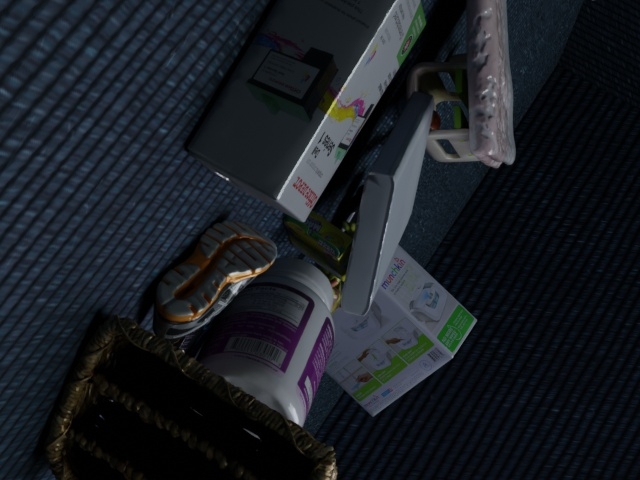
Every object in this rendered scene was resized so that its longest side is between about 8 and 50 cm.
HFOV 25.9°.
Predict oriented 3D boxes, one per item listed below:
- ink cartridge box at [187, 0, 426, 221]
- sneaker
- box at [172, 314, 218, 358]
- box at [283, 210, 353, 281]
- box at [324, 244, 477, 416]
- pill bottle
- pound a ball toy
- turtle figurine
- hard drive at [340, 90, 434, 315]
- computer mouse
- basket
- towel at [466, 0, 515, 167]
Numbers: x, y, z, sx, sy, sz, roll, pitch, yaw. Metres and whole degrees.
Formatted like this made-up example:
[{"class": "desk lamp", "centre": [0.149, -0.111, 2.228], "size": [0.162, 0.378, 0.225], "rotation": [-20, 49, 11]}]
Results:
[{"class": "ink cartridge box", "centre": [-0.008, -0.171, 1.511], "size": [0.278, 0.117, 0.201], "rotation": [-59, 170, -1]}, {"class": "sneaker", "centre": [-0.133, 0.048, 1.674], "size": [0.215, 0.084, 0.083], "rotation": [-36, 159, -45]}, {"class": "box", "centre": [-0.170, 0.118, 1.819], "size": [0.162, 0.029, 0.116], "rotation": [-62, 171, 5]}, {"class": "box", "centre": [0.000, 0.000, 2.094], "size": [0.043, 0.105, 0.179], "rotation": [-54, 169, -7]}, {"class": "box", "centre": [0.107, 0.161, 2.547], "size": [0.262, 0.231, 0.127], "rotation": [-44, -177, 44]}, {"class": "pill bottle", "centre": [-0.075, 0.155, 1.938], "size": [0.301, 0.169, 0.169], "rotation": [-66, 179, -55]}, {"class": "pound a ball toy", "centre": [0.218, -0.257, 2.453], "size": [0.319, 0.136, 0.208], "rotation": [25, 65, -77]}, {"class": "turtle figurine", "centre": [0.010, 0.076, 2.280], "size": [0.217, 0.087, 0.269], "rotation": [-63, -169, -23]}, {"class": "hard drive", "centre": [0.108, -0.065, 2.156], "size": [0.353, 0.047, 0.233], "rotation": [-60, 162, -61]}, {"class": "computer mouse", "centre": [0.079, -0.072, 2.450], "size": [0.184, 0.060, 0.262], "rotation": [-47, 160, -68]}, {"class": "basket", "centre": [-0.151, 0.249, 1.517], "size": [0.213, 0.299, 0.223], "rotation": [-56, 172, -10]}, {"class": "towel", "centre": [0.283, -0.292, 2.313], "size": [0.317, 0.053, 0.332], "rotation": [9, 79, -77]}]
